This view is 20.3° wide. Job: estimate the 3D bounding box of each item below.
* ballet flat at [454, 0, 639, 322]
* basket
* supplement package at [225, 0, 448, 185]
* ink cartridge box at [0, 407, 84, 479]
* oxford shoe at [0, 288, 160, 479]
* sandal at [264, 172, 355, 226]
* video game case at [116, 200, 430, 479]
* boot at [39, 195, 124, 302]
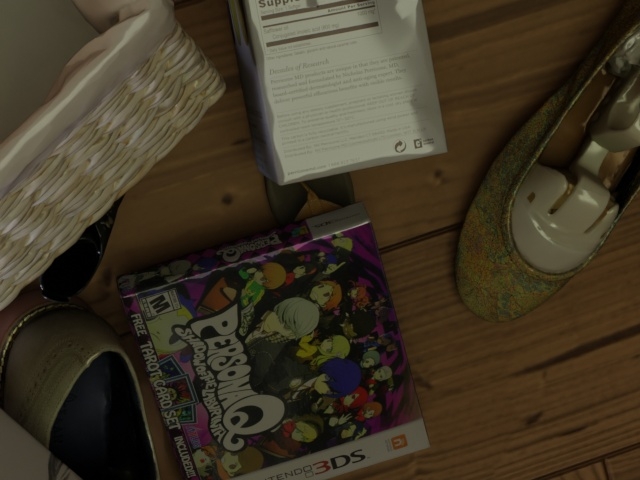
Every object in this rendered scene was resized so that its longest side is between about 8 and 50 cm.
[{"bbox_3d":[0.229,-0.074,1.464,0.123,0.123,0.348,33,97,-17],"label":"ballet flat"},{"bbox_3d":[-0.288,-0.135,1.221,0.331,0.266,0.328,-44,80,3],"label":"basket"},{"bbox_3d":[0.001,-0.178,1.368,0.134,0.139,0.244,-12,98,-8],"label":"supplement package"},{"bbox_3d":[-0.252,0.264,1.335,0.289,0.121,0.211,44,118,-10],"label":"ink cartridge box"},{"bbox_3d":[-0.197,0.245,1.436,0.140,0.146,0.397,-15,109,-29],"label":"oxford shoe"},{"bbox_3d":[0.000,0.000,1.473,0.072,0.049,0.180,-11,104,-8],"label":"sandal"},{"bbox_3d":[-0.035,0.102,1.471,0.210,0.042,0.232,-17,118,-3],"label":"video game case"},{"bbox_3d":[-0.167,-0.049,1.383,0.077,0.137,0.198,18,100,-15],"label":"boot"}]
